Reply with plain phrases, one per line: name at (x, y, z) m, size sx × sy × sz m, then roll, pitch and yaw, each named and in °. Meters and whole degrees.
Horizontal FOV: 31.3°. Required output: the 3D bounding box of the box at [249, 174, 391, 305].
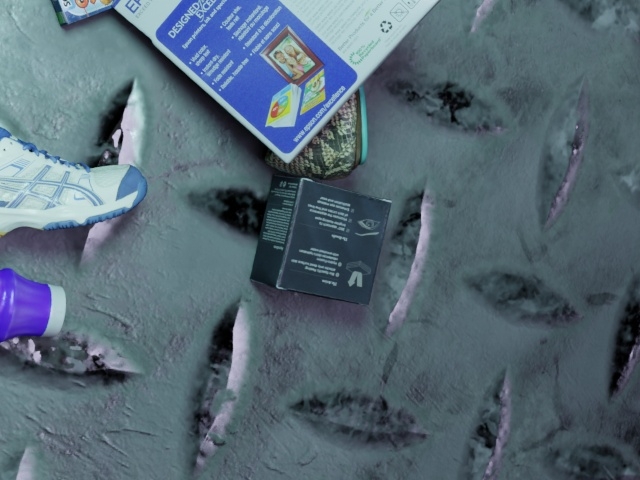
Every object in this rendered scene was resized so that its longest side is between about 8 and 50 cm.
box at (0.000, 0.000, 1.627) m, size 0.156 × 0.093 × 0.158 m, roll 14°, pitch 89°, yaw -31°

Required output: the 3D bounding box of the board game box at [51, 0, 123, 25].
board game box at (-0.300, -0.389, 1.437) m, size 0.136 × 0.035 × 0.201 m, roll -28°, pitch 109°, yaw -24°

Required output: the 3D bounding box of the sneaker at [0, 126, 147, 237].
sneaker at (-0.356, -0.078, 1.403) m, size 0.296 × 0.112 × 0.131 m, roll -11°, pitch 102°, yaw -29°

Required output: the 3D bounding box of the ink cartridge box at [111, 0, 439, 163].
ink cartridge box at (-0.052, -0.310, 1.459) m, size 0.307 × 0.072 × 0.303 m, roll 42°, pitch 104°, yaw -6°

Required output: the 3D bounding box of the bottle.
bottle at (-0.453, 0.070, 1.377) m, size 0.282 × 0.092 × 0.118 m, roll 9°, pitch 97°, yaw -31°

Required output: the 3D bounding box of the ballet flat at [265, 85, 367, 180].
ballet flat at (-0.015, -0.324, 1.554) m, size 0.182 × 0.164 × 0.483 m, roll 2°, pitch 98°, yaw -12°
